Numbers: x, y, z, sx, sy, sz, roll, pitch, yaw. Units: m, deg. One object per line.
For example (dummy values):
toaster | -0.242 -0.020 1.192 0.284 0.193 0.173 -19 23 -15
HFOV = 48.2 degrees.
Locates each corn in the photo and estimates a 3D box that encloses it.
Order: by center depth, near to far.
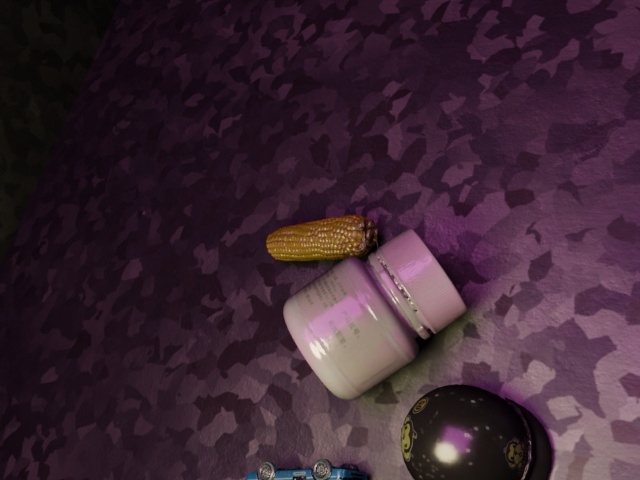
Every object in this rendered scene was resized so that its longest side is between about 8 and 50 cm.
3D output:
corn | 0.000 0.000 1.746 0.305 0.106 0.106 -7 62 36

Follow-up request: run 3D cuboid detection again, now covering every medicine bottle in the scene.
medicine bottle | 0.114 0.147 1.484 0.324 0.256 0.256 -35 50 2

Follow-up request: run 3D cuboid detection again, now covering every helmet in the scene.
helmet | 0.266 0.374 1.319 0.278 0.160 0.231 1 65 36

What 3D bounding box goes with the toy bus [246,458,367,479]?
toy bus | -0.030 0.525 1.468 0.246 0.113 0.134 -13 63 31
